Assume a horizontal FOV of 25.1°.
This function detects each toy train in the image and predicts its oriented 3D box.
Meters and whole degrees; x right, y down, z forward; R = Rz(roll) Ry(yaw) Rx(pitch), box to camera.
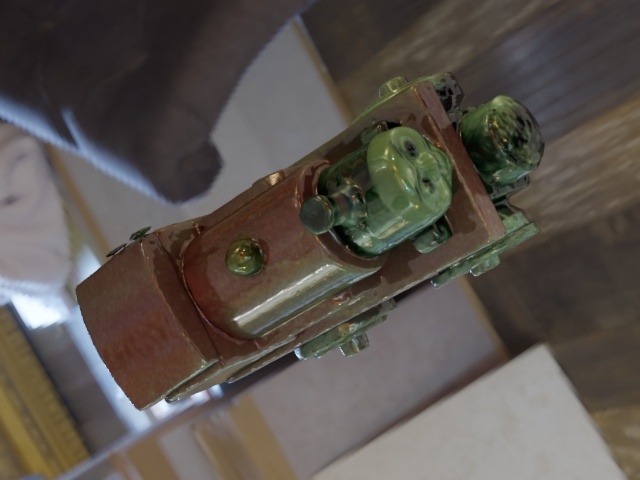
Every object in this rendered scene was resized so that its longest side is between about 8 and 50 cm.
[{"bbox_3d":[0.000,0.000,0.963,0.304,0.221,0.150,-33,82,36],"label":"toy train"}]
